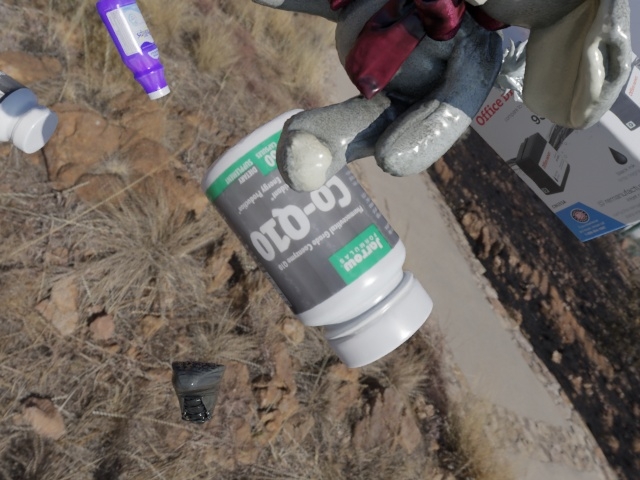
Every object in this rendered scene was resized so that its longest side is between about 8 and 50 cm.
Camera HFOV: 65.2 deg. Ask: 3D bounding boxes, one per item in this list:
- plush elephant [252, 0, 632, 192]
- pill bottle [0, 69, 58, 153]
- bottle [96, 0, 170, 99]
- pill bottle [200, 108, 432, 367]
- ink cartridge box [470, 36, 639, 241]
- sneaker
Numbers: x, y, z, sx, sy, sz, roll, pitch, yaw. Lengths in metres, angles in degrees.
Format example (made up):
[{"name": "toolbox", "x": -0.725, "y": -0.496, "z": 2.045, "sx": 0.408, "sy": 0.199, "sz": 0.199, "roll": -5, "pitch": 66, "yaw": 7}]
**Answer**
[{"name": "plush elephant", "x": 0.107, "y": -0.203, "z": 0.402, "sx": 0.330, "sy": 0.255, "sz": 0.271, "roll": -3, "pitch": 78, "yaw": -14}, {"name": "pill bottle", "x": -0.850, "y": -0.360, "z": 1.303, "sx": 0.278, "sy": 0.162, "sz": 0.162, "roll": 34, "pitch": 36, "yaw": -9}, {"name": "bottle", "x": -0.521, "y": -0.546, "z": 1.421, "sx": 0.118, "sy": 0.092, "sz": 0.282, "roll": -77, "pitch": 150, "yaw": -58}, {"name": "pill bottle", "x": 0.000, "y": 0.000, "z": 0.773, "sx": 0.361, "sy": 0.204, "sz": 0.204, "roll": 53, "pitch": 34, "yaw": -3}, {"name": "ink cartridge box", "x": 0.405, "y": -0.172, "z": 0.784, "sx": 0.129, "sy": 0.223, "sz": 0.307, "roll": -41, "pitch": 85, "yaw": -14}, {"name": "sneaker", "x": -0.258, "y": 0.326, "z": 1.070, "sx": 0.109, "sy": 0.286, "sz": 0.130, "roll": 6, "pitch": 71, "yaw": -1}]
